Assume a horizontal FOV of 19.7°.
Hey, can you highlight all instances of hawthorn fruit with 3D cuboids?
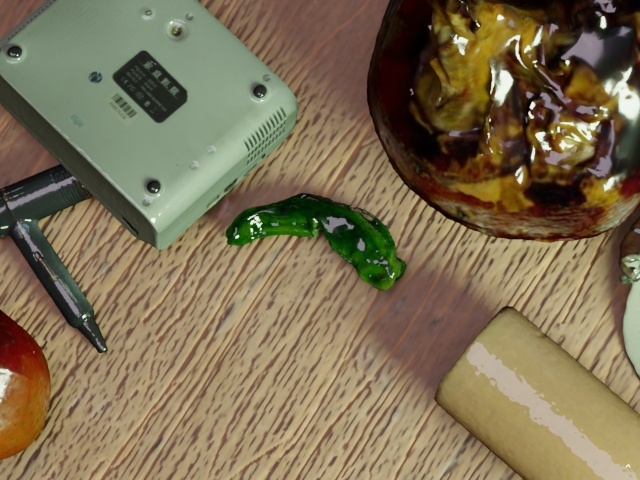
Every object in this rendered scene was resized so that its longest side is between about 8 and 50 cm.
[{"bbox_3d":[-0.345,0.133,1.772,0.157,0.194,0.157,-3,70,7],"label":"hawthorn fruit"}]

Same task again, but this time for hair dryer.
[{"bbox_3d":[-0.290,0.038,1.856,0.173,0.050,0.194,-22,83,5],"label":"hair dryer"}]

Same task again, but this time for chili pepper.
[{"bbox_3d":[0.000,-0.007,1.821,0.182,0.050,0.073,17,91,11],"label":"chili pepper"}]

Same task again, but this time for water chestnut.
[{"bbox_3d":[0.190,-0.166,1.680,0.335,0.347,0.335,-1,85,17],"label":"water chestnut"}]

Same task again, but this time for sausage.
[{"bbox_3d":[0.235,0.185,1.727,0.253,0.123,0.123,40,88,11],"label":"sausage"}]

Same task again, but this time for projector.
[{"bbox_3d":[-0.176,-0.146,1.812,0.198,0.108,0.250,-43,78,-16],"label":"projector"}]

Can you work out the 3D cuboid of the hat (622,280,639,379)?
[{"bbox_3d":[0.424,0.101,1.695,0.258,0.168,0.301,-39,75,-4],"label":"hat"}]

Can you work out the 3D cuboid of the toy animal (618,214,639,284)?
[{"bbox_3d":[0.380,-0.049,1.711,0.170,0.089,0.255,3,37,21],"label":"toy animal"}]
